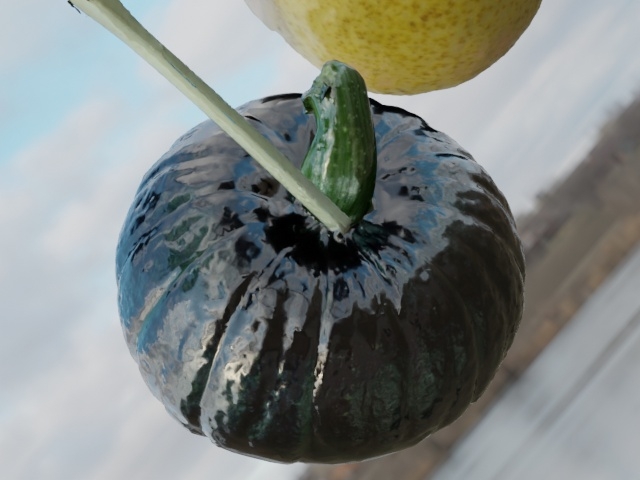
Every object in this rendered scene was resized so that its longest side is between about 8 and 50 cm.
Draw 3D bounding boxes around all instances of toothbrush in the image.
[{"bbox_3d":[-0.088,-0.101,0.946,0.028,0.294,0.026,-48,15,-19],"label":"toothbrush"}]

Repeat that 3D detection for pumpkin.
[{"bbox_3d":[0.000,0.000,1.152,0.248,0.248,0.248,-48,-8,-9],"label":"pumpkin"}]

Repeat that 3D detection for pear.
[{"bbox_3d":[0.058,-0.235,1.445,0.271,0.271,0.271,-48,-8,-9],"label":"pear"}]
